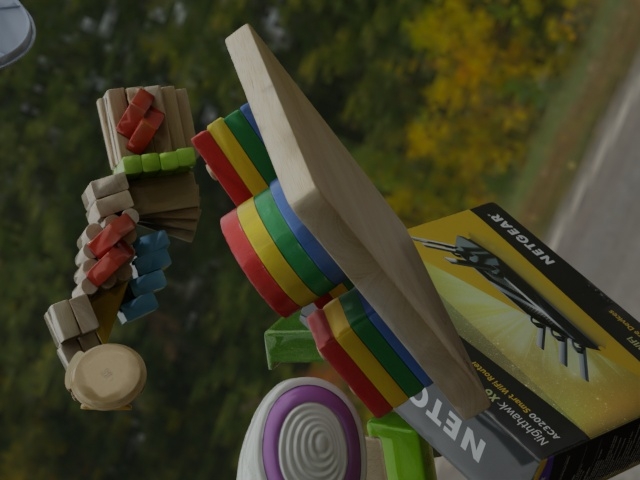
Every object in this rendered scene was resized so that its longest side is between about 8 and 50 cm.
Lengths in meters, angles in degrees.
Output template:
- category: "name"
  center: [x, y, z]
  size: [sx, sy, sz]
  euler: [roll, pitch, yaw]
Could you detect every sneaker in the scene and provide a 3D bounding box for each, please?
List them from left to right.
- category: "sneaker"
  center: [-0.013, 0.260, 1.497]
  size: [0.152, 0.114, 0.305]
  euler: [180, 93, -79]

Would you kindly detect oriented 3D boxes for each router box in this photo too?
- category: "router box"
  center: [0.171, 0.103, 1.731]
  size: [0.243, 0.309, 0.081]
  euler: [-18, -43, -39]

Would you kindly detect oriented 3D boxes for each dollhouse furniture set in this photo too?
- category: "dollhouse furniture set"
  center: [0.080, 0.136, 1.985]
  size: [0.301, 0.151, 0.197]
  euler: [-40, -57, -61]

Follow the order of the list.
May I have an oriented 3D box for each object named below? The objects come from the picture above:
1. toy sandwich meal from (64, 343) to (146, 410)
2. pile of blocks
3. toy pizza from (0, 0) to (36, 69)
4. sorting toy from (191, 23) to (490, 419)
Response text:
- category: "toy sandwich meal"
  center: [-0.215, 0.141, 1.860]
  size: [0.029, 0.085, 0.085]
  euler: [84, -159, -56]
- category: "pile of blocks"
  center: [-0.207, -0.015, 2.082]
  size: [0.112, 0.149, 0.362]
  euler: [148, 136, -73]
- category: "toy pizza"
  center: [-0.343, -0.178, 1.567]
  size: [0.201, 0.201, 0.032]
  euler: [-72, -6, -57]
- category: "sorting toy"
  center: [0.000, 0.000, 1.427]
  size: [0.089, 0.255, 0.257]
  euler: [-33, 35, 8]
